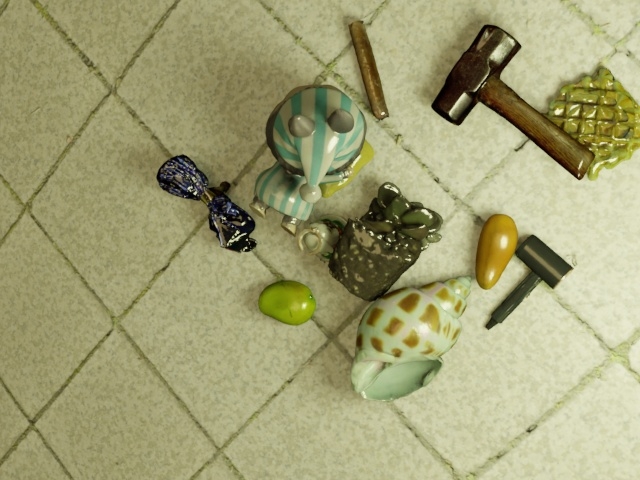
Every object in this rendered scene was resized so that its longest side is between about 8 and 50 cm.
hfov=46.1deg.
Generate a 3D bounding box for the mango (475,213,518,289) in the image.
[{"bbox_3d":[0.414,0.027,1.785,0.085,0.102,0.184,9,100,-9],"label":"mango"}]

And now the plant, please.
[{"bbox_3d":[0.154,0.003,1.845,0.199,0.188,0.276,41,107,15],"label":"plant"}]

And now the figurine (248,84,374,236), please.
[{"bbox_3d":[-0.059,-0.225,1.795,0.266,0.377,0.361,30,87,15],"label":"figurine"}]

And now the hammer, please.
[{"bbox_3d":[0.457,-0.291,1.714,0.409,0.095,0.242,47,109,27],"label":"hammer"}]

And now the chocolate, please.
[{"bbox_3d":[-0.296,-0.104,2.080,0.343,0.126,0.148,41,66,12],"label":"chocolate"}]

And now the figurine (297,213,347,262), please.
[{"bbox_3d":[0.000,0.000,1.931,0.132,0.153,0.132,2,94,24],"label":"figurine"}]

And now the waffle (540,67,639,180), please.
[{"bbox_3d":[0.616,-0.263,1.704,0.204,0.054,0.223,-39,78,21],"label":"waffle"}]

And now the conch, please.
[{"bbox_3d":[0.223,0.228,1.830,0.368,0.197,0.249,-27,119,18],"label":"conch"}]

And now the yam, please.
[{"bbox_3d":[0.124,-0.431,1.914,0.046,0.046,0.264,-17,85,23],"label":"yam"}]

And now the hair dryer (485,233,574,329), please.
[{"bbox_3d":[0.465,0.112,1.789,0.128,0.070,0.255,46,113,15],"label":"hair dryer"}]

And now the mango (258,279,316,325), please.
[{"bbox_3d":[-0.090,0.162,2.014,0.163,0.089,0.117,18,100,22],"label":"mango"}]
